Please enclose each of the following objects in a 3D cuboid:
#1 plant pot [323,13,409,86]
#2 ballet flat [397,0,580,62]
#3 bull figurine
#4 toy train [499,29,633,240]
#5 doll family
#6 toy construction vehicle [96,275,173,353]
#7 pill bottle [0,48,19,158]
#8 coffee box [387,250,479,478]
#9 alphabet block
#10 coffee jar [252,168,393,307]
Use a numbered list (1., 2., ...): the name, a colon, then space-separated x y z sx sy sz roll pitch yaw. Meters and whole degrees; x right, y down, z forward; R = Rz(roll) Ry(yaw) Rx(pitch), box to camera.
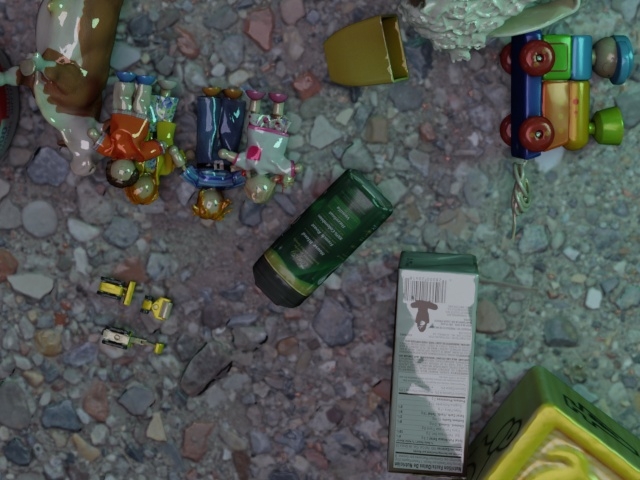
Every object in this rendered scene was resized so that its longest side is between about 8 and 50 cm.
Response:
1. plant pot: 0.051 -0.224 1.586 0.083 0.081 0.081 -9 97 20
2. ballet flat: 0.282 -0.327 1.468 0.408 0.147 0.147 -25 94 16
3. bull figurine: -0.305 -0.235 1.582 0.101 0.188 0.311 9 93 24
4. toy train: 0.294 -0.126 1.566 0.143 0.105 0.248 -2 98 -7
5. doll family: -0.157 -0.109 1.620 0.262 0.118 0.163 6 93 -13
6. toy construction vehicle: -0.241 0.096 1.687 0.098 0.035 0.086 13 88 2
7. pill bottle: -0.511 -0.150 1.490 0.229 0.408 0.229 1 98 7
8. coffee box: 0.136 0.146 1.594 0.098 0.141 0.247 3 99 6
9. alphabet block: 0.280 0.292 1.569 0.193 0.197 0.192 35 101 0
10. coffee jar: 0.000 0.000 1.611 0.079 0.096 0.184 45 99 2
